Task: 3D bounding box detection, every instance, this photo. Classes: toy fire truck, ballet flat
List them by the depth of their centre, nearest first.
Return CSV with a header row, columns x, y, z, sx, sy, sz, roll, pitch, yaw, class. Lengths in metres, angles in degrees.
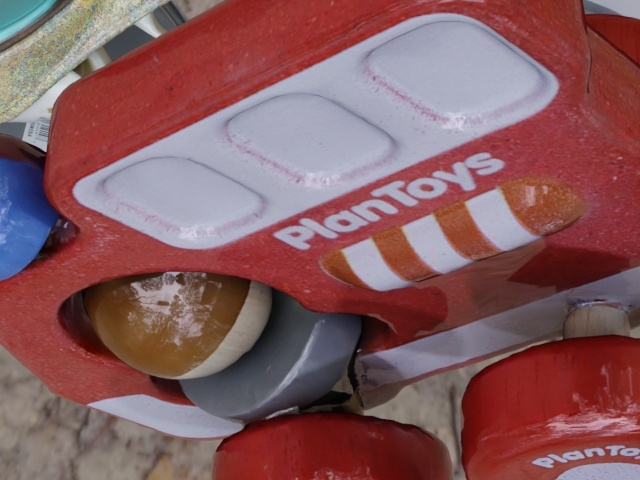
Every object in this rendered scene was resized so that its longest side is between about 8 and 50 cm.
x,y,z,sx,sy,sz,roll,pitch,yaw,class
0.000,0.000,0.565,0.302,0.169,0.254,-20,146,35,toy fire truck
-0.136,-0.149,1.012,0.348,0.123,0.123,-34,102,8,ballet flat

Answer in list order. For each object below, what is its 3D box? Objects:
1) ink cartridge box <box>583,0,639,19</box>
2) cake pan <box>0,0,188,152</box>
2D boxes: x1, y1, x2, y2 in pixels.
x,y,z,sx,sy,sz,roll,pitch,yaw,class
0.105,-0.146,0.798,0.226,0.131,0.306,33,135,-2,ink cartridge box
-0.213,-0.089,1.172,0.293,0.054,0.293,-2,96,-19,cake pan
